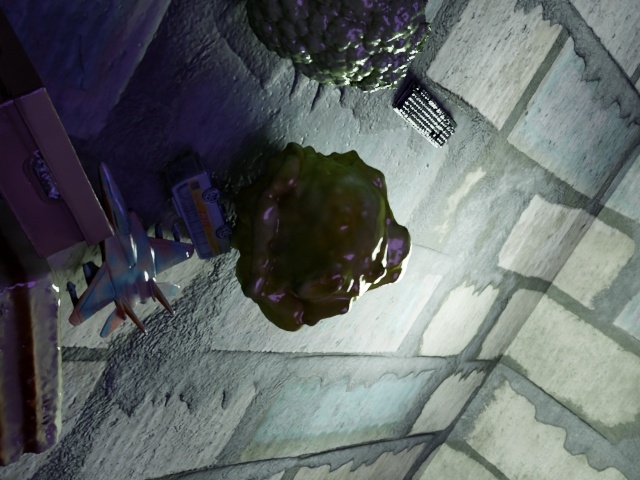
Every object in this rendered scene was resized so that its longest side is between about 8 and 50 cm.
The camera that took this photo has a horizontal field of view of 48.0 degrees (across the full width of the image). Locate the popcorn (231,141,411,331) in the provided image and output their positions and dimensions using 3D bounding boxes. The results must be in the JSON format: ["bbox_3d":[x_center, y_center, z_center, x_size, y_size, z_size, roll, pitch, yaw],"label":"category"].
[{"bbox_3d":[-0.018,-0.002,1.214,0.312,0.312,0.312,-31,141,-28],"label":"popcorn"}]

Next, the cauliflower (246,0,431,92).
[{"bbox_3d":[0.039,-0.357,1.007,0.275,0.272,0.250,-62,179,41],"label":"cauliflower"}]

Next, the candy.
[{"bbox_3d":[-0.426,0.123,0.927,0.135,0.179,0.321,-16,132,-39],"label":"candy"}]

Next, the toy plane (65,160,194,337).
[{"bbox_3d":[-0.290,0.007,1.049,0.223,0.104,0.326,-33,138,-28],"label":"toy plane"}]

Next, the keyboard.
[{"bbox_3d":[0.222,-0.254,1.482,0.072,0.023,0.231,-54,147,7],"label":"keyboard"}]

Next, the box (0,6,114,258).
[{"bbox_3d":[-0.329,-0.118,0.785,0.086,0.215,0.215,-27,141,-16],"label":"box"}]

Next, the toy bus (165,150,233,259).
[{"bbox_3d":[-0.190,-0.051,1.144,0.075,0.064,0.190,-20,140,-5],"label":"toy bus"}]
